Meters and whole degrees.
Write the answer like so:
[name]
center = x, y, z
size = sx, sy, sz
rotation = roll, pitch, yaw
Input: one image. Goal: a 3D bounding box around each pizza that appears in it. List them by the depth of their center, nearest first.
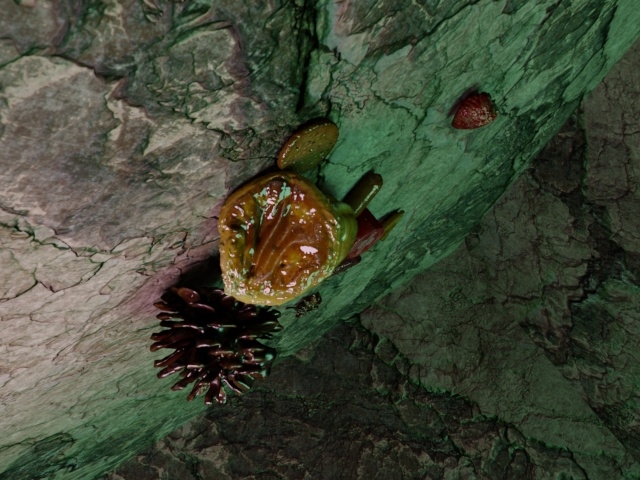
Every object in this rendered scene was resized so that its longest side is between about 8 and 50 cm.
[pizza]
center = 0.292, -0.051, 2.245
size = 0.201, 0.053, 0.193
rotation = -39, 163, -31

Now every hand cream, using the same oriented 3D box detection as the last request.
[hand cream]
center = 0.144, -0.032, 1.921
size = 0.193, 0.125, 0.193
rotation = -33, 162, -12

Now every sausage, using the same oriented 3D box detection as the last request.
[sausage]
center = 0.147, -0.157, 1.706
size = 0.076, 0.076, 0.197
rotation = -11, 147, -52

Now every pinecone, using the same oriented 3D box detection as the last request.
[pinecone]
center = -0.316, 0.295, 1.433
size = 0.398, 0.397, 0.397
rotation = -33, 161, -13

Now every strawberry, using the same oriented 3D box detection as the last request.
[strawberry]
center = 0.524, -0.432, 1.651
size = 0.148, 0.131, 0.131
rotation = -48, 160, 9

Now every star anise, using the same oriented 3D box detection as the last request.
[star anise]
center = -0.087, 0.347, 2.503
size = 0.234, 0.073, 0.177
rotation = -20, 148, -23

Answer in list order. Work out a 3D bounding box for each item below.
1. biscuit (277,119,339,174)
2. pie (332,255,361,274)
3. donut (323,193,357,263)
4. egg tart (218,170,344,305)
[biscuit]
center = -0.032, -0.240, 1.259
size = 0.188, 0.027, 0.188
rotation = -33, 160, -14
[pie]
center = 0.091, 0.116, 2.226
size = 0.204, 0.054, 0.219
rotation = -31, 171, 21
[donut]
center = -0.069, 0.030, 1.576
size = 0.449, 0.198, 0.449
rotation = -33, 163, -11
[egg tart]
center = -0.104, -0.006, 1.295
size = 0.340, 0.351, 0.153
rotation = -10, -169, 1
